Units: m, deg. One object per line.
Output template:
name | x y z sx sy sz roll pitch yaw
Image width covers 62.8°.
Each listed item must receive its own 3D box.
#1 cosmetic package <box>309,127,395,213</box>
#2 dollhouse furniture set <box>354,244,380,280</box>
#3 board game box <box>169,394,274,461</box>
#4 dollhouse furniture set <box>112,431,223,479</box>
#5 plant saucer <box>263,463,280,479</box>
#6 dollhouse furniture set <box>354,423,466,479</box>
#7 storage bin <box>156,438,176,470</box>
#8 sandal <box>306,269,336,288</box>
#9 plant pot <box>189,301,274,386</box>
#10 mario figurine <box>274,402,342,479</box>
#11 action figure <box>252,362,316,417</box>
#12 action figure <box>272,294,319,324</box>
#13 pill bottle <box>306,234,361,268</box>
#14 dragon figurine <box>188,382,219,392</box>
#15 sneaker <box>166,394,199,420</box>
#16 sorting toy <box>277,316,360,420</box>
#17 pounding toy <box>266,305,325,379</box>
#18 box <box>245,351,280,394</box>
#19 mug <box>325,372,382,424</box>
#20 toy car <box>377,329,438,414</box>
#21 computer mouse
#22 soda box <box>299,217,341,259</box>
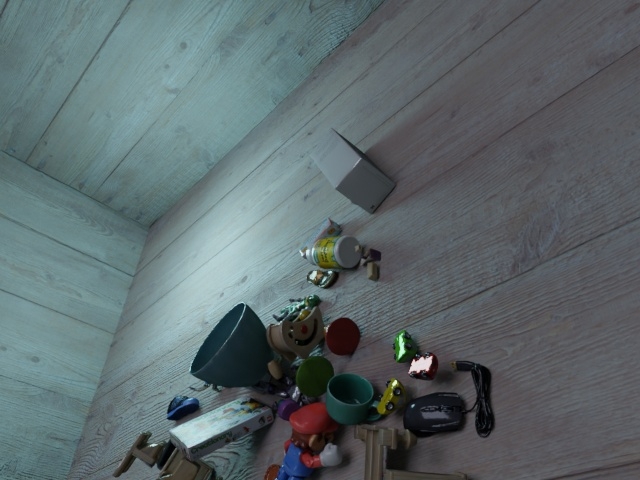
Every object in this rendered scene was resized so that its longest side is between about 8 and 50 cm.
cosmetic package | 0.114 -0.275 2.029 0.155 0.197 0.365 -50 32 12
dollhouse furniture set | 0.144 0.090 1.775 0.081 0.091 0.114 -48 31 48
board game box | -0.337 0.632 1.789 0.193 0.306 0.053 -1 103 56
dollhouse furniture set | -0.490 0.835 1.716 0.256 0.362 0.394 -58 0 -21
plant saucer | -0.149 0.748 1.649 0.084 0.013 0.083 -35 38 33
dollhouse furniture set | 0.194 0.608 1.252 0.355 0.174 0.302 120 157 -71
storage bin | -0.585 0.862 2.122 0.135 0.098 0.091 -64 3 -10
sandal | -0.008 0.136 1.972 0.180 0.049 0.072 3 65 57
plant pot | -0.274 0.382 1.776 0.290 0.195 0.290 -45 15 16
mario figurine | -0.027 0.626 1.518 0.198 0.170 0.320 22 91 23
action figure | -0.109 0.494 1.744 0.285 0.099 0.185 2 52 51
action figure | -0.091 0.262 1.972 0.232 0.063 0.137 -35 34 29
pill bottle | 0.042 0.045 1.915 0.209 0.118 0.117 -6 58 54
dragon figurine | -0.423 0.541 2.171 0.289 0.085 0.143 -31 39 37
sneaker | -0.600 0.709 2.280 0.232 0.082 0.090 -35 44 36
sorting toy | -0.025 0.394 1.655 0.365 0.127 0.126 -54 23 -14
pounding toy | -0.116 0.325 1.767 0.155 0.154 0.269 -20 16 40
box | -0.262 0.457 1.980 0.182 0.119 0.180 7 68 57
mug | 0.085 0.457 1.460 0.158 0.130 0.097 44 135 51
toy car | 0.235 0.331 1.401 0.239 0.053 0.225 -53 15 29
computer mouse | 0.296 0.382 1.286 0.262 0.060 0.183 -22 46 45
soda box | 0.000 0.000 2.073 0.183 0.063 0.058 -48 31 15
